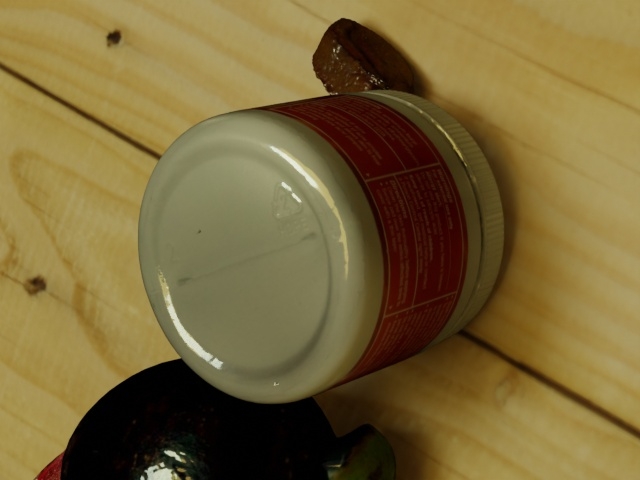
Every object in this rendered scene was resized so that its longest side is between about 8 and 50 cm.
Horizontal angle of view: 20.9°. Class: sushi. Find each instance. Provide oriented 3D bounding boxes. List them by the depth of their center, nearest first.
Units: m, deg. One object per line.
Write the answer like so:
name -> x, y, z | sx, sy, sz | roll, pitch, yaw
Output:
sushi -> 0.033, -0.122, 1.332 | 0.120, 0.052, 0.055 | 47, 131, 31

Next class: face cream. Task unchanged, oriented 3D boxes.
face cream -> 0.000, 0.000, 1.226 | 0.201, 0.187, 0.201 | 9, 105, 35

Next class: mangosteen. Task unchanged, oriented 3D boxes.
mangosteen -> -0.064, 0.198, 1.276 | 0.243, 0.243, 0.243 | -6, 80, 40

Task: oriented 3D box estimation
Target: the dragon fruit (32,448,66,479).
dragon fruit -> -0.193, 0.245, 1.455 | 0.153, 0.111, 0.153 | -41, 20, 19
